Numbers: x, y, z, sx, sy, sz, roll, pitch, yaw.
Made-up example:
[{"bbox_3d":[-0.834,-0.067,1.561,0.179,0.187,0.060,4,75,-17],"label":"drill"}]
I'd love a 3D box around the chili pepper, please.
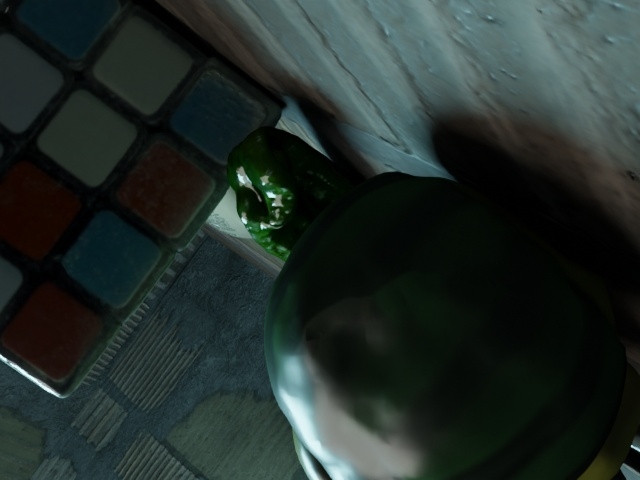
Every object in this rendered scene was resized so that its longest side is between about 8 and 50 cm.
[{"bbox_3d":[0.005,-0.008,0.671,0.074,0.100,0.257,-16,151,25],"label":"chili pepper"}]

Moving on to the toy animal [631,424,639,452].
[{"bbox_3d":[0.343,0.235,0.643,0.324,0.090,0.195,36,174,-16],"label":"toy animal"}]

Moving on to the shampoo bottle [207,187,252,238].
[{"bbox_3d":[-0.103,-0.054,0.991,0.127,0.078,0.257,30,171,8],"label":"shampoo bottle"}]

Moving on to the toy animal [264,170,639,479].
[{"bbox_3d":[0.074,0.088,0.545,0.216,0.191,0.338,34,173,20],"label":"toy animal"}]

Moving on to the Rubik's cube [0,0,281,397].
[{"bbox_3d":[-0.215,-0.063,0.706,0.253,0.256,0.259,38,174,-10],"label":"Rubik's cube"}]

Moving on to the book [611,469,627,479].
[{"bbox_3d":[0.326,0.286,1.074,0.282,0.025,0.215,40,-160,-35],"label":"book"}]
